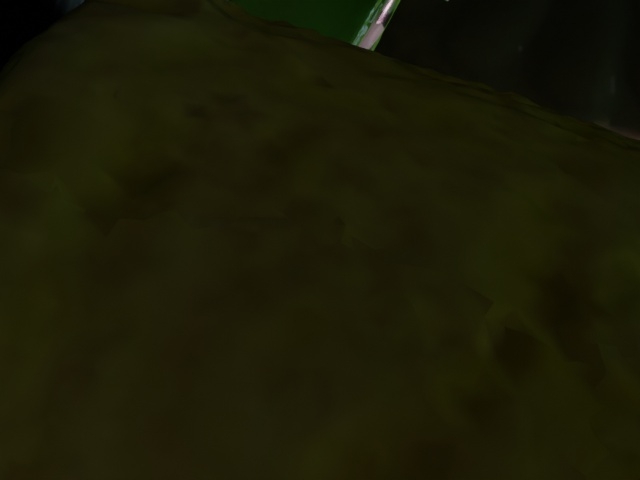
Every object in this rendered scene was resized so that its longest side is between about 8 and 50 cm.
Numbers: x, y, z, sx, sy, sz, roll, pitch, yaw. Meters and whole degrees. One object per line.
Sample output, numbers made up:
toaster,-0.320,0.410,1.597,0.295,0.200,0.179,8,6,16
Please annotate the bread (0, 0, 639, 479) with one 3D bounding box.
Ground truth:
bread,0.005,0.109,0.459,0.348,0.308,0.348,18,90,-80

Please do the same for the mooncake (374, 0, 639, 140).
mooncake,0.170,-0.170,1.048,0.187,0.351,0.351,101,7,-55

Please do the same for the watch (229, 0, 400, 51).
watch,-0.008,-0.130,0.728,0.152,0.131,0.165,-57,180,9
